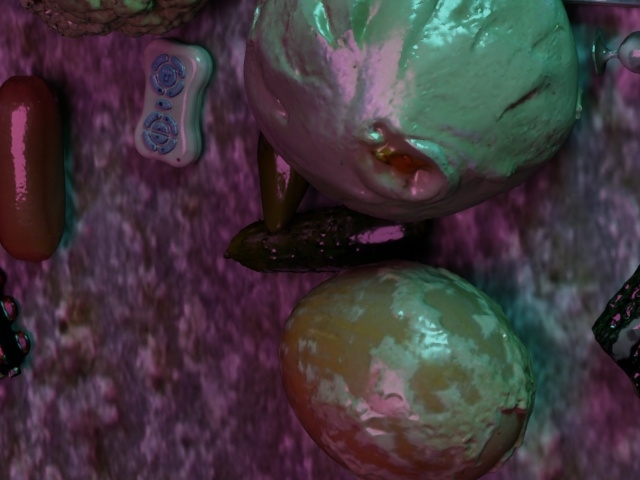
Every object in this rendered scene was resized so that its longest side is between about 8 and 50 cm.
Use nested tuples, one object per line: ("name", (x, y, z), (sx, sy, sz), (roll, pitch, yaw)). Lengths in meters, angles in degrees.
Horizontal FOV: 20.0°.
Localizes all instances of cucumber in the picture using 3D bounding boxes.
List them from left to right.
("cucumber", (0.000, 0.000, 1.696), (0.227, 0.069, 0.069), (-6, 98, 34))
("cucumber", (0.315, 0.018, 1.513), (0.077, 0.077, 0.265), (43, 116, 16))

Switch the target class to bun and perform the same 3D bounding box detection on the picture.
("bun", (0.068, -0.124, 1.511), (0.293, 0.187, 0.293), (5, 122, 8))

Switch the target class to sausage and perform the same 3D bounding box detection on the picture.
("sausage", (-0.297, -0.073, 1.849), (0.077, 0.077, 0.194), (7, 103, 29))

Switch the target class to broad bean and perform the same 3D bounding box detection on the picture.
("broad bean", (-0.014, -0.161, 1.662), (0.075, 0.067, 0.325), (23, 105, 49))

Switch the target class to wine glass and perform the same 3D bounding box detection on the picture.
("wine glass", (0.271, -0.161, 1.522), (0.083, 0.042, 0.039), (-3, 137, 28))

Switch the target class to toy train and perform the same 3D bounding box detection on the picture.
("toy train", (-0.365, 0.088, 1.935), (0.087, 0.050, 0.138), (-26, 87, 35))

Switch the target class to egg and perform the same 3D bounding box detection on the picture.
("egg", (0.071, 0.119, 1.600), (0.245, 0.203, 0.203), (23, 111, 28))

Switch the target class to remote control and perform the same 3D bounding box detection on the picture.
("remote control", (-0.145, -0.134, 1.770), (0.074, 0.032, 0.122), (16, 109, 26))

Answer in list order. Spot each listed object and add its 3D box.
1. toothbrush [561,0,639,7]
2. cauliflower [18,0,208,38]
("toothbrush", (0.230, -0.206, 1.540), (0.375, 0.028, 0.037), (5, 96, 30))
("cauliflower", (-0.176, -0.325, 1.672), (0.272, 0.275, 0.250), (97, 163, -49))
